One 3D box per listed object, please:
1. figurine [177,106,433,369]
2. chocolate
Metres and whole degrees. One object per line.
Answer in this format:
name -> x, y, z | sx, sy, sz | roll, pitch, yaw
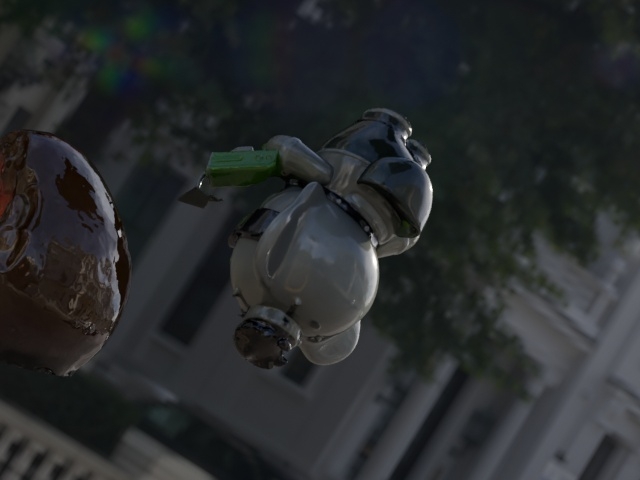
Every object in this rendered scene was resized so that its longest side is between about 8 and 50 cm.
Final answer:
figurine -> 0.000, 0.000, 1.122 | 0.126, 0.192, 0.147 | 9, -35, 39
chocolate -> -0.169, 0.004, 0.997 | 0.124, 0.133, 0.127 | 21, 4, 41
